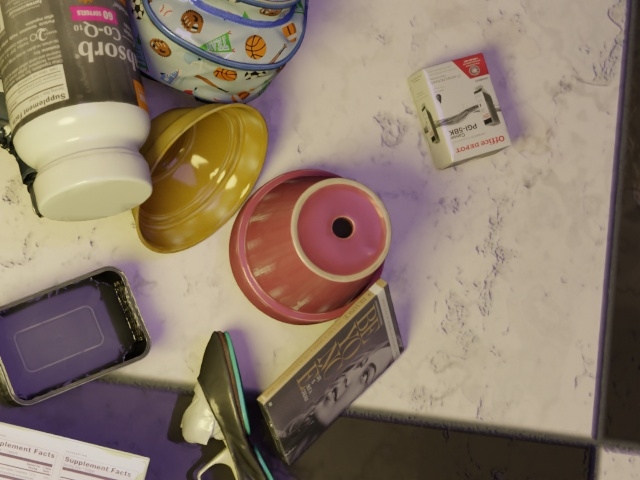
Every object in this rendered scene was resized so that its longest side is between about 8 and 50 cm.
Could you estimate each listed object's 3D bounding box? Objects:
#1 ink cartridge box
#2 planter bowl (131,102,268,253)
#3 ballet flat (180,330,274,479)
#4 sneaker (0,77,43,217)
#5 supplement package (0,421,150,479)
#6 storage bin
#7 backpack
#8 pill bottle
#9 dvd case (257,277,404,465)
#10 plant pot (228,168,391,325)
[{"bbox_3d":[0.190,-0.175,1.978,0.099,0.056,0.135,-18,88,-21],"label":"ink cartridge box"},{"bbox_3d":[-0.172,-0.097,1.804,0.217,0.217,0.090,-41,60,-19],"label":"planter bowl"},{"bbox_3d":[-0.115,0.255,1.802,0.096,0.095,0.280,-19,89,-8],"label":"ballet flat"},{"bbox_3d":[-0.378,-0.111,1.763,0.226,0.086,0.163,0,80,-20],"label":"sneaker"},{"bbox_3d":[-0.336,0.352,1.653,0.198,0.199,0.262,16,78,-16],"label":"supplement package"},{"bbox_3d":[-0.310,0.116,1.757,0.180,0.084,0.122,-22,90,-21],"label":"storage bin"},{"bbox_3d":[-0.123,-0.308,1.795,0.277,0.213,0.263,13,67,-16],"label":"backpack"},{"bbox_3d":[-0.284,-0.173,1.681,0.162,0.162,0.278,-9,73,-19],"label":"pill bottle"},{"bbox_3d":[0.018,0.167,1.832,0.018,0.164,0.221,34,68,30],"label":"dvd case"},{"bbox_3d":[0.000,0.000,1.822,0.201,0.180,0.201,2,81,-15],"label":"plant pot"}]
